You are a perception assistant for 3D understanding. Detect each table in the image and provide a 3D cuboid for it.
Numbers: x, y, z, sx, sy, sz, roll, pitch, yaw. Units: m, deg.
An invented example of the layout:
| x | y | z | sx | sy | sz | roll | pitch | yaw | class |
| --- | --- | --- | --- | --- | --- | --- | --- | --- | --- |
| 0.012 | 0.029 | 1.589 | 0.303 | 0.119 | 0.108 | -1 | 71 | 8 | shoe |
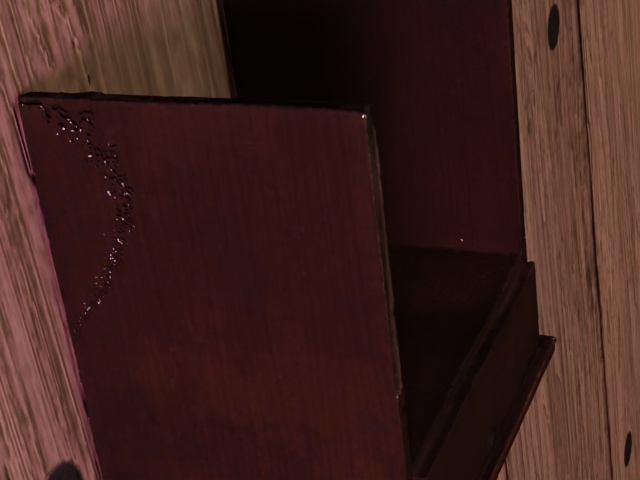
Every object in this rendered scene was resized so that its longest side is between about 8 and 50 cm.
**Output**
| x | y | z | sx | sy | sz | roll | pitch | yaw | class |
| --- | --- | --- | --- | --- | --- | --- | --- | --- | --- |
| 0.000 | 0.000 | 0.965 | 0.250 | 0.196 | 0.282 | -53 | 141 | -53 | table |
